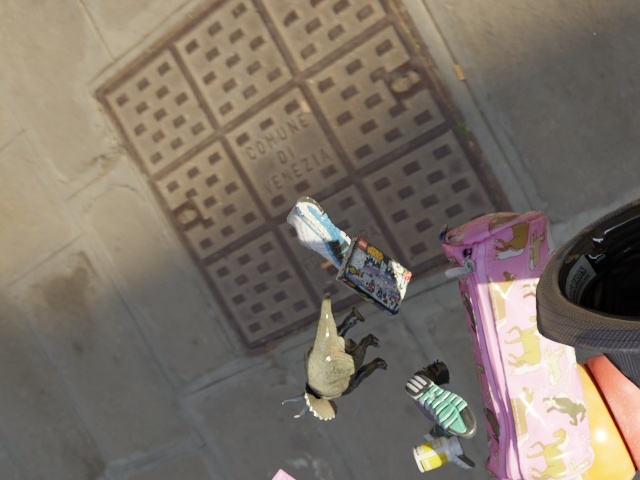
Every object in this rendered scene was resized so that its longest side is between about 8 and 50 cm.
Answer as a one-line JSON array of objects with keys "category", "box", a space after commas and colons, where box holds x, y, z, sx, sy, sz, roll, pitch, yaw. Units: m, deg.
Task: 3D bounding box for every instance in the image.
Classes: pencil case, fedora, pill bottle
[{"category": "pencil case", "box": [0.281, 0.153, 0.959, 0.167, 0.160, 0.386, -14, 95, -4]}, {"category": "fedora", "box": [0.292, 0.044, 0.478, 0.124, 0.243, 0.275, 58, 158, -9]}, {"category": "pill bottle", "box": [0.295, 0.532, 1.688, 0.116, 0.065, 0.065, -22, 97, 7]}]

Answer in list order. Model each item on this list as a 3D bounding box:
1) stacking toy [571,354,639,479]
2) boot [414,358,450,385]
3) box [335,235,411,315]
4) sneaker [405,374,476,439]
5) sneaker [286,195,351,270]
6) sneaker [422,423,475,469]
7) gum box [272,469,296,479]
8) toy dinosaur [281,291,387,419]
[{"category": "stacking toy", "box": [0.715, 0.357, 1.462, 0.479, 0.350, 0.351, -24, 96, 16]}, {"category": "boot", "box": [0.310, 0.388, 1.808, 0.045, 0.099, 0.121, -34, 74, 49]}, {"category": "box", "box": [0.101, 0.066, 1.254, 0.137, 0.094, 0.027, 35, 149, -21]}, {"category": "sneaker", "box": [0.299, 0.413, 1.616, 0.223, 0.083, 0.098, 38, 158, 50]}, {"category": "sneaker", "box": [0.000, 0.000, 1.434, 0.191, 0.071, 0.083, 53, 130, 6]}, {"category": "sneaker", "box": [0.368, 0.568, 1.861, 0.166, 0.065, 0.076, 37, 77, -4]}, {"category": "gum box", "box": [-0.081, 0.656, 1.671, 0.107, 0.062, 0.188, 30, 143, 15]}, {"category": "toy dinosaur", "box": [0.027, 0.218, 1.187, 0.121, 0.160, 0.314, 37, 151, 24]}]
